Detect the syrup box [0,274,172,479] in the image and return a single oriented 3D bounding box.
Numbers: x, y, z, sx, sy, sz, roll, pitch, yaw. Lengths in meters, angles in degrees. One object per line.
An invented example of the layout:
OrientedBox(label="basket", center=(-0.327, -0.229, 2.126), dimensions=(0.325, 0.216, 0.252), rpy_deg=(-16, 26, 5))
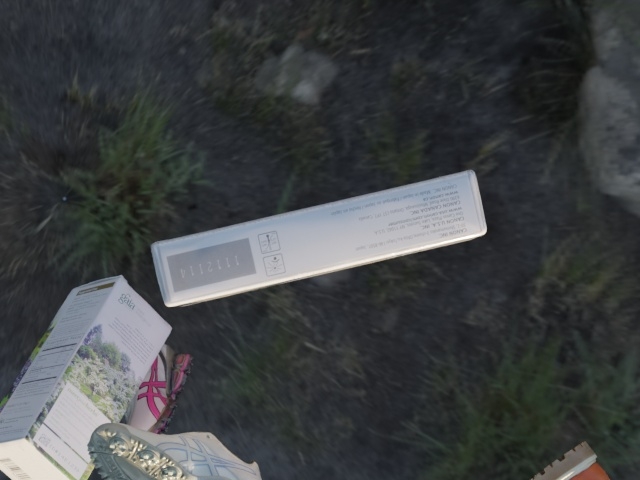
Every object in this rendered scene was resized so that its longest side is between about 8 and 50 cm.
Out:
OrientedBox(label="syrup box", center=(-0.271, 0.160, 1.628), dimensions=(0.093, 0.096, 0.237), rpy_deg=(49, 47, -27))

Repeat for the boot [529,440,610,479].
OrientedBox(label="boot", center=(0.170, 0.233, 1.136), dimensions=(0.158, 0.059, 0.084), rpy_deg=(-44, 76, 32))

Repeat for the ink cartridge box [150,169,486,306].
OrientedBox(label="ink cartridge box", center=(0.000, 0.000, 1.418), dimensions=(0.296, 0.261, 0.066), rpy_deg=(-13, 89, 0))

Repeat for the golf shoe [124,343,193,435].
OrientedBox(label="golf shoe", center=(-0.209, 0.187, 1.704), dimensions=(0.086, 0.186, 0.067), rpy_deg=(22, 121, -5))

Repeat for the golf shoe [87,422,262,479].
OrientedBox(label="golf shoe", center=(-0.128, 0.201, 1.320), dimensions=(0.176, 0.086, 0.069), rpy_deg=(33, 124, -19))
